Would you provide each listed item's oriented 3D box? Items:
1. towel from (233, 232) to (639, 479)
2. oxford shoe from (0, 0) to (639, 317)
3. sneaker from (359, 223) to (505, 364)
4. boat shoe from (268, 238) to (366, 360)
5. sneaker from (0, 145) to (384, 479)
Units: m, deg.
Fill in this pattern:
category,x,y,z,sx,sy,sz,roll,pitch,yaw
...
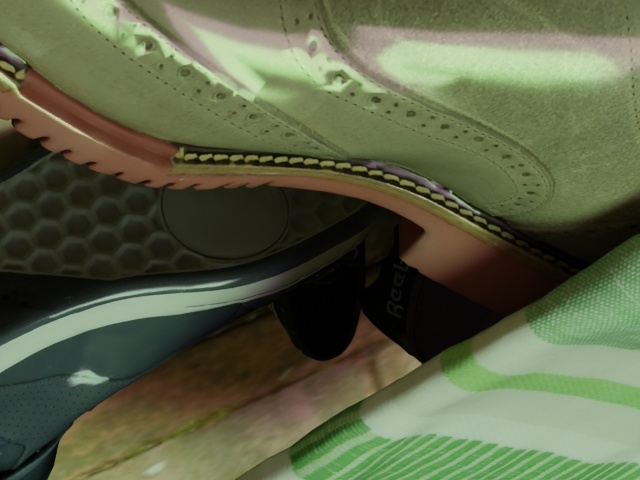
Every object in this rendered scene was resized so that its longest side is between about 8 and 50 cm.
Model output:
category,x,y,z,sx,sy,sz,roll,pitch,yaw
towel,0.069,0.101,0.676,0.248,0.038,0.325,14,141,-45
oxford shoe,0.017,-0.078,0.494,0.348,0.123,0.130,19,145,-40
sneaker,0.102,0.031,0.828,0.107,0.124,0.283,-66,161,-2
boat shoe,0.000,0.000,0.736,0.049,0.040,0.142,-21,151,-12
sneaker,-0.087,0.036,0.676,0.226,0.086,0.163,-20,152,-18
